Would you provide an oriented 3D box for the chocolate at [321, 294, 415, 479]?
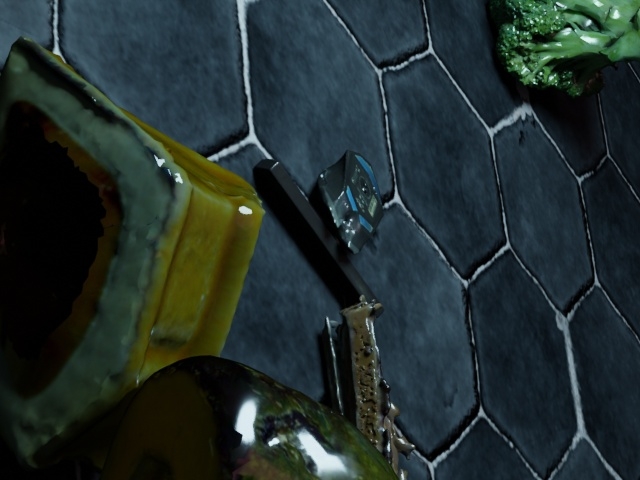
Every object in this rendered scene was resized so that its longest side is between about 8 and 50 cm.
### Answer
[{"bbox_3d":[0.049,0.216,1.349,0.102,0.065,0.329,46,36,-69],"label":"chocolate"}]

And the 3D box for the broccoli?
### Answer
[{"bbox_3d":[0.347,-0.286,1.921,0.270,0.270,0.270,38,6,40],"label":"broccoli"}]

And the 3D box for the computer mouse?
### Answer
[{"bbox_3d":[0.022,-0.034,1.442,0.079,0.047,0.135,58,23,-23],"label":"computer mouse"}]

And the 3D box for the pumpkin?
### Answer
[{"bbox_3d":[-0.029,0.247,0.921,0.232,0.242,0.324,16,94,-22],"label":"pumpkin"}]

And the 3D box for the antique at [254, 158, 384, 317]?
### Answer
[{"bbox_3d":[0.000,0.000,1.407,0.015,0.031,0.192,-47,118,-22],"label":"antique"}]

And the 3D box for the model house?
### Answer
[{"bbox_3d":[-0.140,0.027,1.076,0.239,0.173,0.268,25,84,-67],"label":"model house"}]
